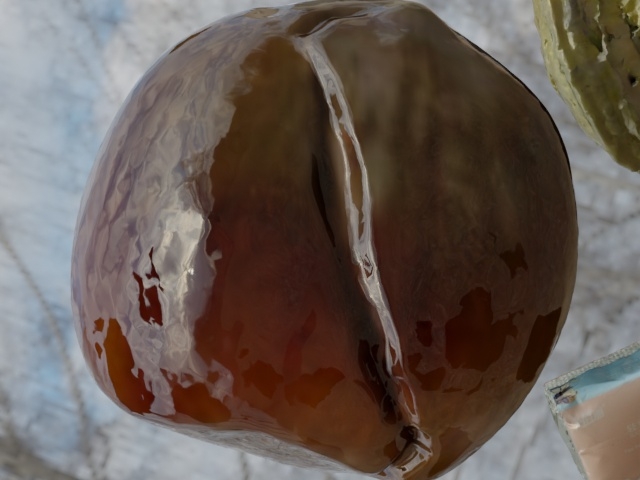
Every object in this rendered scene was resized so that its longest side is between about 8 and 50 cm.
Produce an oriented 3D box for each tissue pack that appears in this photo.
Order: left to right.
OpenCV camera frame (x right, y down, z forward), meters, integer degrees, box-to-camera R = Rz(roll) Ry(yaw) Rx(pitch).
[{"bbox_3d":[0.190,0.103,1.172,0.059,0.094,0.074,-111,-4,-71],"label":"tissue pack"}]

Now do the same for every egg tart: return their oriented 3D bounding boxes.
[{"bbox_3d":[0.329,-0.193,1.738,0.352,0.150,0.352,27,-127,-42],"label":"egg tart"}]

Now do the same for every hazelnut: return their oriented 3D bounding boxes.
[{"bbox_3d":[0.000,0.000,1.365,0.315,0.372,0.372,-106,22,-61],"label":"hazelnut"}]
